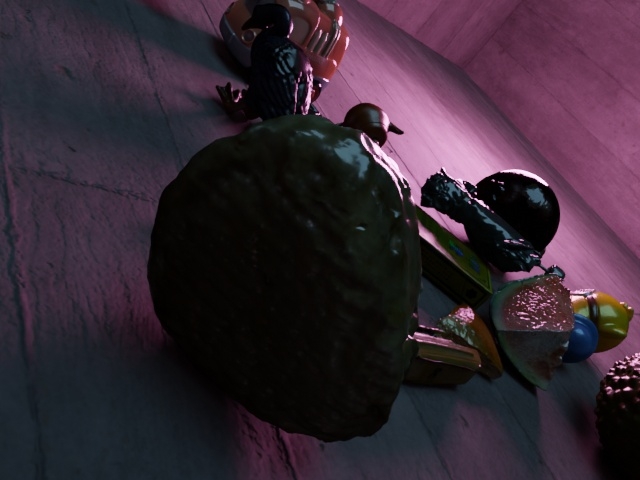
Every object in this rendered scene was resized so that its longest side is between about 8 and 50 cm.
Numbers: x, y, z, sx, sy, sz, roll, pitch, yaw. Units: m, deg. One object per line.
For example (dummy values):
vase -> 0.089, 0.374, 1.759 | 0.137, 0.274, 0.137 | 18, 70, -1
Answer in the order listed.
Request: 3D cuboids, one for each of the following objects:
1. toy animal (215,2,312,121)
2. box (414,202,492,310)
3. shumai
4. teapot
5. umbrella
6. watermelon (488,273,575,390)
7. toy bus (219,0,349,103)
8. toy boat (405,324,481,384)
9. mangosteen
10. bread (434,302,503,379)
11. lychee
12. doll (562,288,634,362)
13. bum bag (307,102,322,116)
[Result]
toy animal -> -0.094, -0.280, 1.072 | 0.122, 0.185, 0.298 | 12, 57, -50
box -> 0.239, 0.028, 1.171 | 0.220, 0.064, 0.141 | 37, 25, -5
shumai -> 0.000, 0.000, 0.627 | 0.291, 0.330, 0.288 | 22, 33, 20
teapot -> 0.106, -0.254, 1.371 | 0.173, 0.116, 0.116 | -8, 45, -12
umbrella -> 0.354, -0.015, 1.237 | 0.348, 0.094, 0.143 | 39, 42, 5
watermelon -> 0.378, 0.152, 1.116 | 0.146, 0.128, 0.231 | 23, 39, 0
toy bus -> -0.066, -0.463, 1.328 | 0.287, 0.232, 0.194 | 13, 41, -45
toy boat -> 0.155, 0.162, 0.864 | 0.226, 0.068, 0.088 | 16, 31, -39
mangosteen -> 0.465, -0.043, 1.406 | 0.265, 0.228, 0.228 | 39, 23, -35
bread -> 0.261, 0.175, 0.999 | 0.136, 0.054, 0.154 | 52, 32, 14
lychee -> 0.617, 0.328, 1.005 | 0.269, 0.270, 0.320 | 22, 44, -32
doll -> 0.574, 0.187, 1.315 | 0.363, 0.145, 0.199 | -6, 12, -44
bum bag -> 0.027, -0.166, 1.178 | 0.142, 0.080, 0.326 | 14, 34, -54
